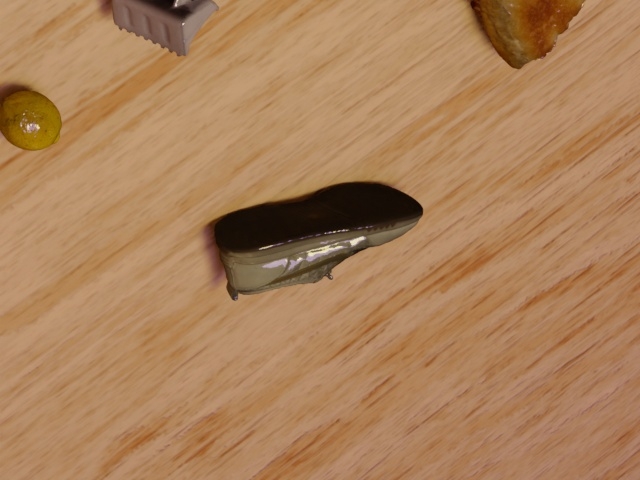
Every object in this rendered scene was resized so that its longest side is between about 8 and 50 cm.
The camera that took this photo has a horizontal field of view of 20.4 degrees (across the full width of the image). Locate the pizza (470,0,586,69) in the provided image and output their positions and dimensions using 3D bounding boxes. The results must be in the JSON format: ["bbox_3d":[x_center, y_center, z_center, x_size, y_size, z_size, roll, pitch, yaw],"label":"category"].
[{"bbox_3d":[0.279,-0.360,2.101,0.226,0.086,0.335,-20,132,-30],"label":"pizza"}]

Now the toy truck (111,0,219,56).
[{"bbox_3d":[-0.147,-0.333,1.778,0.111,0.136,0.285,-34,140,-42],"label":"toy truck"}]

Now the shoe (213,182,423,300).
[{"bbox_3d":[0.000,0.000,2.152,0.275,0.103,0.098,-13,129,-22],"label":"shoe"}]

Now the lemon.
[{"bbox_3d":[-0.303,-0.124,1.862,0.062,0.062,0.083,-50,134,5],"label":"lemon"}]
